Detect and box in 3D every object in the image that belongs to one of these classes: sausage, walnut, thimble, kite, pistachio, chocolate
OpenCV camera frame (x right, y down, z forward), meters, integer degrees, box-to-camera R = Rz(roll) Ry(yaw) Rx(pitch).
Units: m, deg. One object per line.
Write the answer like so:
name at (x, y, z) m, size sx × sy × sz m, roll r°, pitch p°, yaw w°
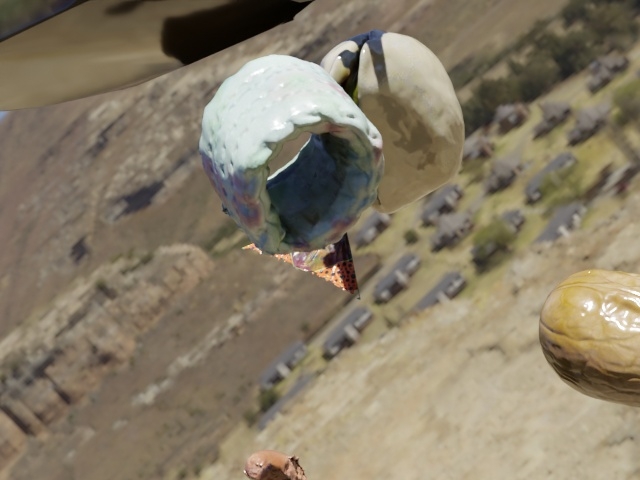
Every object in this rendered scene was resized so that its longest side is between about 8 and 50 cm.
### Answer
sausage at (-0.038, 0.379, 1.770) m, size 0.078 × 0.304 × 0.078 m, roll -11°, pitch 51°, yaw 14°
walnut at (0.368, 0.118, 1.468) m, size 0.207 × 0.167 × 0.167 m, roll 14°, pitch 44°, yaw 27°
thimble at (-0.039, -0.091, 1.370) m, size 0.211 × 0.185 × 0.149 m, roll -62°, pitch 40°, yaw 21°
kite at (0.000, -0.001, 1.789) m, size 0.222 × 0.008 × 0.125 m, roll 22°, pitch 66°, yaw 30°
pistachio at (0.089, -0.171, 1.679) m, size 0.208 × 0.332 × 0.226 m, roll 11°, pitch 63°, yaw 23°
chocolate at (-0.221, -0.290, 1.054) m, size 0.326 × 0.297 × 0.314 m, roll -15°, pitch 1°, yaw 26°
